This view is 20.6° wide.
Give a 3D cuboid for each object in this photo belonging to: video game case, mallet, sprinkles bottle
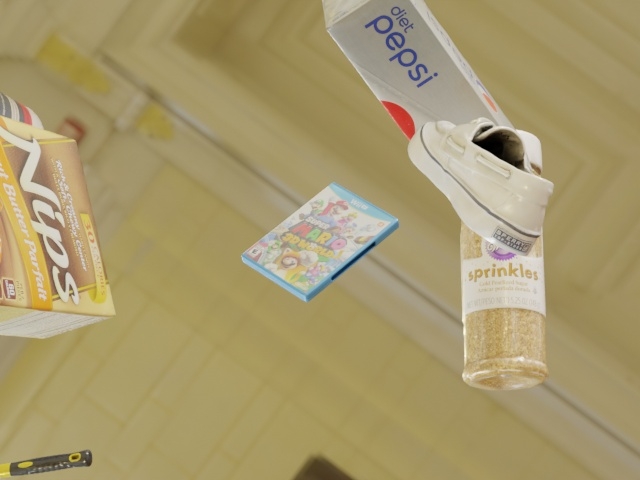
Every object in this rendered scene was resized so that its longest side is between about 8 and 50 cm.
[{"bbox_3d":[0.000,0.000,2.207,0.166,0.119,0.015,-39,-40,-26],"label":"video game case"},{"bbox_3d":[-0.327,0.246,1.819,0.039,0.190,0.062,59,-147,-54],"label":"mallet"},{"bbox_3d":[0.255,0.026,2.462,0.121,0.121,0.355,116,156,-70],"label":"sprinkles bottle"}]

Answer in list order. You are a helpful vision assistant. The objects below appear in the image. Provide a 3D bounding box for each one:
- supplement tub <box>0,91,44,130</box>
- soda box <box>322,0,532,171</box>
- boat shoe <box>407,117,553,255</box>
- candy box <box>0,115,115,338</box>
[{"bbox_3d":[-0.486,-0.130,2.106,0.191,0.272,0.191,-31,43,34],"label":"supplement tub"},{"bbox_3d":[0.120,-0.172,1.968,0.098,0.286,0.091,-32,27,13],"label":"soda box"},{"bbox_3d":[0.160,-0.076,1.725,0.088,0.096,0.267,-61,18,15],"label":"boat shoe"},{"bbox_3d":[-0.297,-0.015,1.552,0.088,0.183,0.316,-16,-9,16],"label":"candy box"}]
